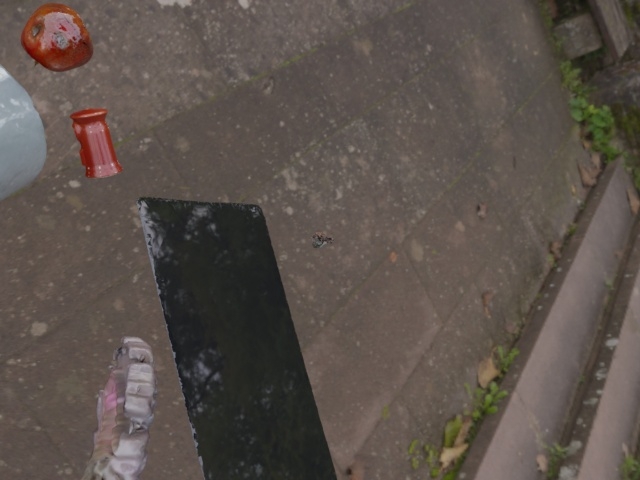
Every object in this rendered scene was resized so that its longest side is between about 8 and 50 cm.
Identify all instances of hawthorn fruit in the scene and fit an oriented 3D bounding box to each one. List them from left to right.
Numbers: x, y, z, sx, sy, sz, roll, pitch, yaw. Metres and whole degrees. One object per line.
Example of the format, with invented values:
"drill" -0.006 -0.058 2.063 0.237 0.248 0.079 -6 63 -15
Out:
"hawthorn fruit" -0.354 -0.267 0.728 0.093 0.093 0.093 13 70 -42

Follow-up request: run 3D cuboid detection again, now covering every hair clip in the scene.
"hair clip" -0.193 0.205 0.481 0.069 0.300 0.173 21 103 -13

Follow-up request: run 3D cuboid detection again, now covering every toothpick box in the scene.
"toothpick box" -0.284 -0.124 0.691 0.047 0.047 0.083 -30 122 -44

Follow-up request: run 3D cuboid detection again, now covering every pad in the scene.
"pad" -0.056 0.095 0.421 0.159 0.009 0.265 -1 73 -64

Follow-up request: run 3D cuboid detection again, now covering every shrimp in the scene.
"shrimp" -0.002 -0.002 1.191 0.038 0.092 0.029 33 69 -19

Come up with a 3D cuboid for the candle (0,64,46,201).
"candle" -0.501 -0.123 0.704 0.221 0.221 0.343 58 29 -17
